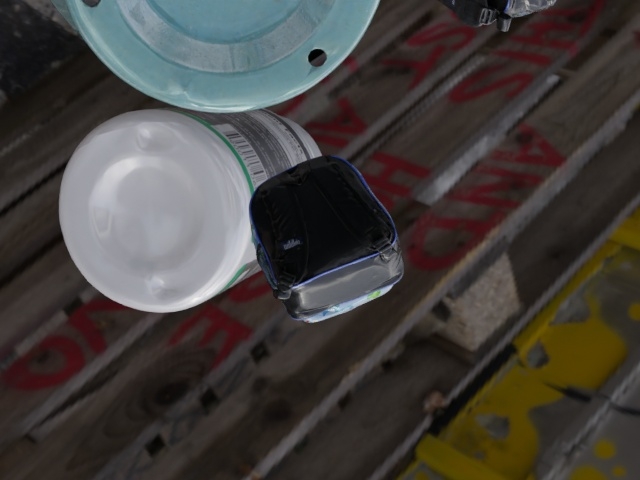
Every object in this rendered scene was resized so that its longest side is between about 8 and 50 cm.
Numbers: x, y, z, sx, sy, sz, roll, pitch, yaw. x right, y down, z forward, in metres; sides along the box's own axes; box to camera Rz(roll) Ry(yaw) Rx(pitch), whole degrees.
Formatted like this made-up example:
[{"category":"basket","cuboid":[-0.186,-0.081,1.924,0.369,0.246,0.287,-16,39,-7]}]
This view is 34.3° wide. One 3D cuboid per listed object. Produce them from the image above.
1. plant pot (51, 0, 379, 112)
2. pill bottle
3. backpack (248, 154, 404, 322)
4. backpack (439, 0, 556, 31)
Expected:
[{"category":"plant pot","cuboid":[-0.071,-0.215,0.662,0.271,0.255,0.272,-5,121,-8]},{"category":"pill bottle","cuboid":[-0.119,-0.052,1.167,0.361,0.204,0.204,-28,134,-73]},{"category":"backpack","cuboid":[0.000,0.000,0.800,0.105,0.114,0.084,-23,143,-6]},{"category":"backpack","cuboid":[0.279,-0.487,1.663,0.213,0.263,0.277,-12,107,-21]}]
